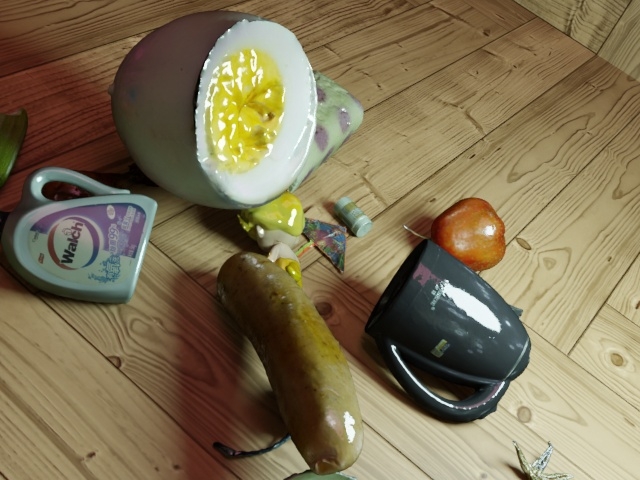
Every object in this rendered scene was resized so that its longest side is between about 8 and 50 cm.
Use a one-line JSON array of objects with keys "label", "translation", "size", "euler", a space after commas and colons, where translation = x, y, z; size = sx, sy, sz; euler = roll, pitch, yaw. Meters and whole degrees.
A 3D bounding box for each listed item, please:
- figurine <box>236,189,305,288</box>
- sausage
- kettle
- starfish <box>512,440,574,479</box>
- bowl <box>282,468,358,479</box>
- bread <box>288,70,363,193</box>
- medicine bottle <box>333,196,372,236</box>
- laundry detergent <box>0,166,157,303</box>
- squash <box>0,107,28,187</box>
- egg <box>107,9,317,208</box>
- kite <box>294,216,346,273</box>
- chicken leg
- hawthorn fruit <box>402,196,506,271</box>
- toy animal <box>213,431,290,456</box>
[{"label": "figurine", "translation": [-0.084, -0.010, 1.654], "size": [0.156, 0.131, 0.246], "euler": [14, 50, -44]}, {"label": "sausage", "translation": [-0.046, 0.173, 1.384], "size": [0.136, 0.123, 0.501], "euler": [-21, 40, -13]}, {"label": "kettle", "translation": [0.238, 0.184, 1.573], "size": [0.290, 0.207, 0.268], "euler": [35, 69, -2]}, {"label": "starfish", "translation": [0.377, 0.399, 1.497], "size": [0.130, 0.041, 0.133], "euler": [39, 34, 3]}, {"label": "bowl", "translation": [0.002, 0.440, 1.200], "size": [0.211, 0.112, 0.211], "euler": [15, 39, -13]}, {"label": "bread", "translation": [-0.049, -0.244, 1.894], "size": [0.187, 0.155, 0.338], "euler": [37, 40, 6]}, {"label": "medicine bottle", "translation": [0.069, -0.051, 1.828], "size": [0.047, 0.047, 0.083], "euler": [-19, 56, -40]}, {"label": "laundry detergent", "translation": [-0.432, -0.017, 1.442], "size": [0.280, 0.105, 0.215], "euler": [16, 70, -12]}, {"label": "squash", "translation": [-0.594, -0.175, 1.597], "size": [0.069, 0.069, 0.239], "euler": [15, 41, -13]}, {"label": "egg", "translation": [-0.232, -0.249, 1.604], "size": [0.340, 0.354, 0.354], "euler": [12, 29, 35]}, {"label": "kite", "translation": [0.000, 0.000, 1.765], "size": [0.159, 0.010, 0.190], "euler": [-23, 58, -41]}, {"label": "chicken leg", "translation": [-0.405, -0.107, 1.616], "size": [0.113, 0.093, 0.304], "euler": [29, 34, 22]}, {"label": "hawthorn fruit", "translation": [0.289, -0.002, 1.829], "size": [0.203, 0.162, 0.162], "euler": [-14, 50, -10]}, {"label": "toy animal", "translation": [-0.051, 0.288, 1.389], "size": [0.079, 0.070, 0.253], "euler": [12, 38, 44]}]
